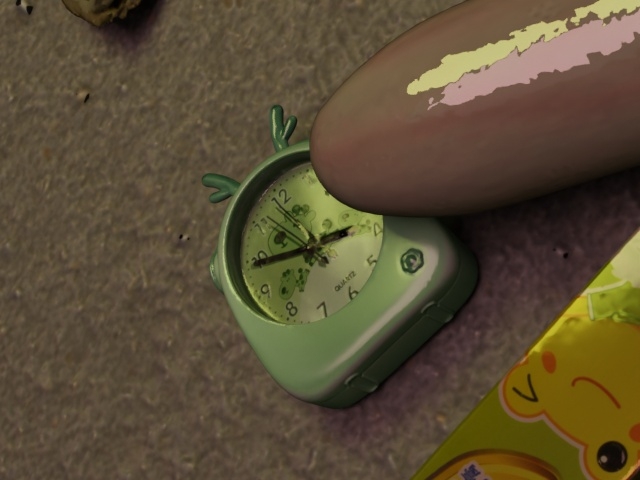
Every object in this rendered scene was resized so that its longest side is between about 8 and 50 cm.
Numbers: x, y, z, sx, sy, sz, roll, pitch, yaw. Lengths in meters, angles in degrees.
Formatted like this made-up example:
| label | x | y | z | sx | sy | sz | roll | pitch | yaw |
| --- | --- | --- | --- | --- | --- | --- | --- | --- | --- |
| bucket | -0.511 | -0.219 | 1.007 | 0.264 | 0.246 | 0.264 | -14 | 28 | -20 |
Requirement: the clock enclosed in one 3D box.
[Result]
| label | x | y | z | sx | sy | sz | roll | pitch | yaw |
| --- | --- | --- | --- | --- | --- | --- | --- | --- | --- |
| clock | 0.000 | 0.000 | 1.185 | 0.159 | 0.066 | 0.211 | -42 | 61 | 12 |

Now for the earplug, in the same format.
| label | x | y | z | sx | sy | sz | roll | pitch | yaw |
| --- | --- | --- | --- | --- | --- | --- | --- | --- | --- |
| earplug | 0.133 | -0.094 | 1.063 | 0.301 | 0.172 | 0.172 | -21 | 68 | 17 |

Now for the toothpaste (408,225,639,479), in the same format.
| label | x | y | z | sx | sy | sz | roll | pitch | yaw |
| --- | --- | --- | --- | --- | --- | --- | --- | --- | --- |
| toothpaste | 0.163 | 0.128 | 1.057 | 0.327 | 0.077 | 0.110 | -49 | 61 | 9 |

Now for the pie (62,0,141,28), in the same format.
| label | x | y | z | sx | sy | sz | roll | pitch | yaw |
| --- | --- | --- | --- | --- | --- | --- | --- | --- | --- |
| pie | -0.104 | -0.324 | 1.325 | 0.337 | 0.075 | 0.338 | -11 | 66 | 27 |
